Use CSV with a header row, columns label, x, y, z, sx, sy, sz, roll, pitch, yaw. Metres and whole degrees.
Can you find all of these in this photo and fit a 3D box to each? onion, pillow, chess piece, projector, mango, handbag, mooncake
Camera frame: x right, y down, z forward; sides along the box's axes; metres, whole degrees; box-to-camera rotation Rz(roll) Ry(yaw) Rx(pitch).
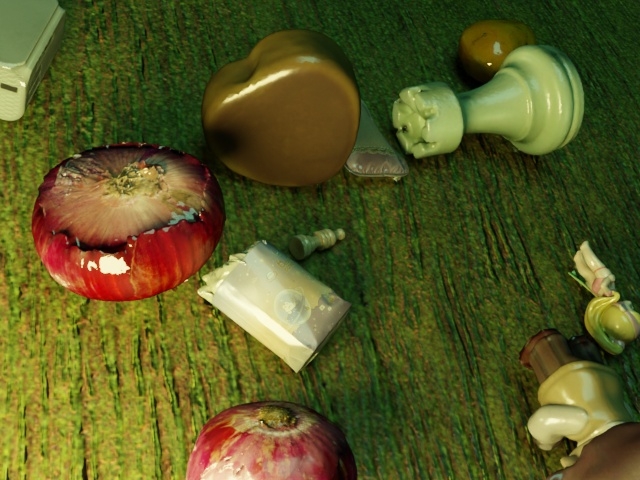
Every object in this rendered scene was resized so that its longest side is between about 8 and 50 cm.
label,x,y,z,sx,sy,sz,roll,pitch,yaw
onion,-0.049,0.242,0.896,0.177,0.153,0.177,6,40,-5
pillow,0.056,-0.181,1.427,0.130,0.038,0.233,-2,47,-30
chess piece,0.279,-0.224,1.481,0.299,0.194,0.194,-13,55,-23
chess piece,0.000,0.000,1.233,0.092,0.035,0.035,-18,58,-40
projector,-0.513,-0.290,1.225,0.250,0.108,0.198,17,44,-11
mango,0.353,-0.382,1.705,0.147,0.109,0.227,31,42,12
handbag,-0.057,0.072,1.093,0.173,0.095,0.117,36,41,7
mooncake,-0.046,-0.186,1.261,0.235,0.235,0.117,7,43,-18
onion,-0.234,-0.021,1.055,0.248,0.161,0.248,14,34,-10

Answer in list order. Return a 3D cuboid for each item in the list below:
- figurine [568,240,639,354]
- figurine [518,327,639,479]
label,x,y,z,sx,sy,sz,roll,pitch,yaw
figurine,0.428,0.089,1.319,0.083,0.083,0.187,-1,55,-25
figurine,0.346,0.276,1.057,0.218,0.206,0.365,28,13,-29
